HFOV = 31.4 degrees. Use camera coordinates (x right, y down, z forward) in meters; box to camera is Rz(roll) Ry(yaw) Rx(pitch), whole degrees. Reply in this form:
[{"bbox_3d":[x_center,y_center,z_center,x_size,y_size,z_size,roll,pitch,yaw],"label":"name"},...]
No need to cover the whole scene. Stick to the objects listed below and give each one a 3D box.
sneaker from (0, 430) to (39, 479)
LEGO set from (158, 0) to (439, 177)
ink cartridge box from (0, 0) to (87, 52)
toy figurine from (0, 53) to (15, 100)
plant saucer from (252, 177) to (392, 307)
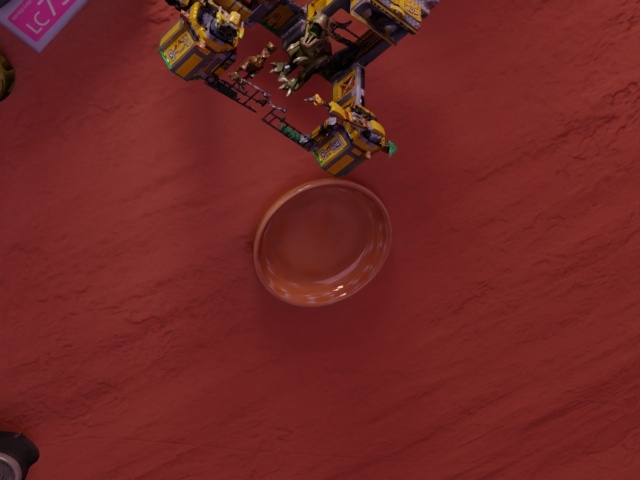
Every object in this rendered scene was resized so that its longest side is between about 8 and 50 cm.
[{"bbox_3d":[-0.497,0.282,1.539,0.222,0.118,0.083,21,96,1],"label":"sneaker"},{"bbox_3d":[-0.006,-0.249,1.282,0.331,0.255,0.192,37,130,-22],"label":"LEGO set"},{"bbox_3d":[-0.359,-0.364,1.205,0.186,0.065,0.311,-44,123,9],"label":"ink cartridge box"},{"bbox_3d":[-0.506,-0.144,1.187,0.363,0.217,0.191,19,112,-28],"label":"toy figurine"},{"bbox_3d":[0.000,0.000,1.571,0.200,0.037,0.200,-9,122,-15],"label":"plant saucer"}]
